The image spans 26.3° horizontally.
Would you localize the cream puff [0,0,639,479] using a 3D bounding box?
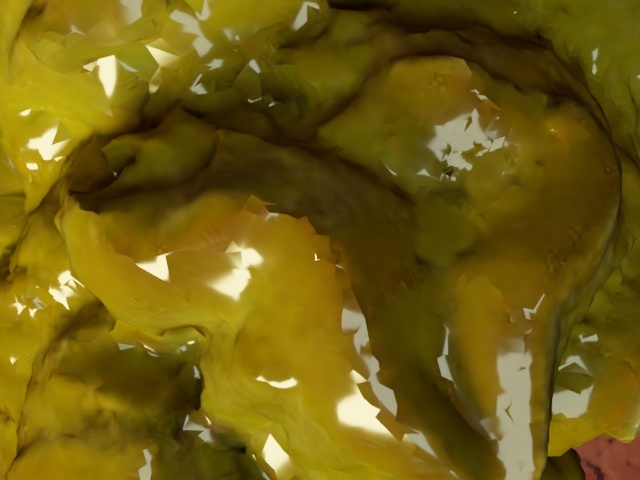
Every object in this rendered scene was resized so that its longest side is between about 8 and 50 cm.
[{"bbox_3d":[0.000,-0.002,0.476,0.291,0.257,0.324,30,113,-29],"label":"cream puff"}]
